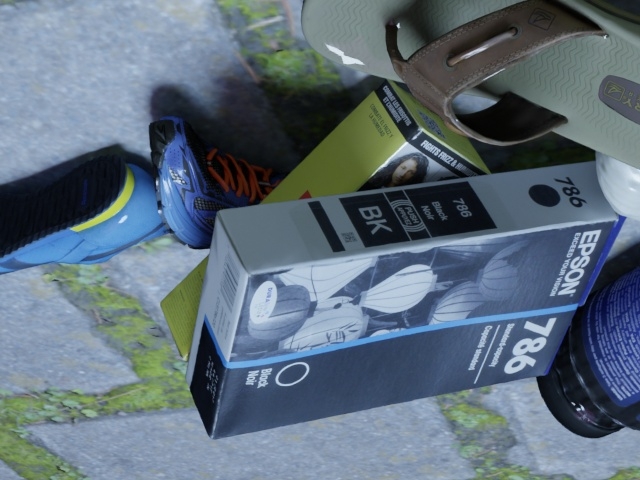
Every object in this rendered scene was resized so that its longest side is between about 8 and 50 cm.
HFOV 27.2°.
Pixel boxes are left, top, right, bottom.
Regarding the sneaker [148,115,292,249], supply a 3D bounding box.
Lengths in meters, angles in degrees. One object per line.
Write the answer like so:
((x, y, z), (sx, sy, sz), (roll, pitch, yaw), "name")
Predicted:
((-0.050, -0.028, 0.951), (0.087, 0.083, 0.221), (-24, 145, 17), "sneaker")

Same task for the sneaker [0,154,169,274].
((-0.202, -0.002, 1.002), (0.209, 0.069, 0.082), (-15, 146, 27), "sneaker")

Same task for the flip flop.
((0.112, -0.093, 0.754), (0.277, 0.080, 0.112), (25, 140, 12), "flip flop")

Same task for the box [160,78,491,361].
((0.000, 0.000, 0.903), (0.232, 0.058, 0.087), (-42, 138, 18), "box")

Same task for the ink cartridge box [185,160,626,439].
((0.081, 0.035, 0.893), (0.333, 0.065, 0.165), (-10, 138, -23), "ink cartridge box")

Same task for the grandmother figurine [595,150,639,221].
((0.295, -0.109, 0.756), (0.208, 0.104, 0.342), (33, 135, -25), "grandmother figurine")

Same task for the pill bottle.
((0.271, 0.075, 1.020), (0.123, 0.122, 0.219), (21, 144, -25), "pill bottle")
